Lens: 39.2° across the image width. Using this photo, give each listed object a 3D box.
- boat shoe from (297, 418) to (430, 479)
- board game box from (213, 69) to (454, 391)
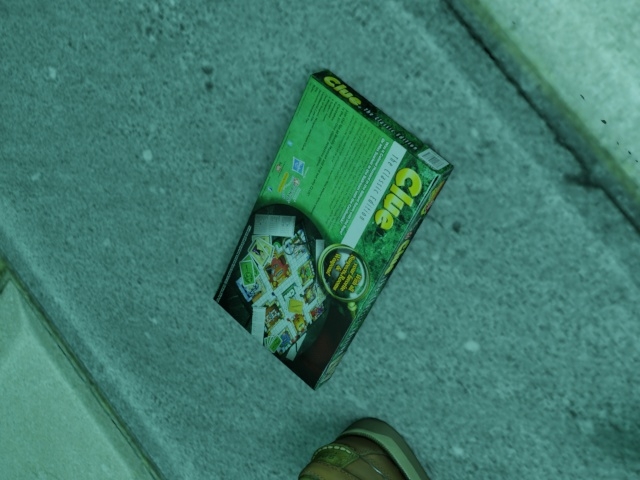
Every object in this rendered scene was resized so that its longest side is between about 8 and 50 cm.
[{"bbox_3d":[0.088,0.308,0.777,0.307,0.104,0.111,50,130,9],"label":"boat shoe"},{"bbox_3d":[0.000,0.000,0.766,0.136,0.030,0.260,42,129,19],"label":"board game box"}]
